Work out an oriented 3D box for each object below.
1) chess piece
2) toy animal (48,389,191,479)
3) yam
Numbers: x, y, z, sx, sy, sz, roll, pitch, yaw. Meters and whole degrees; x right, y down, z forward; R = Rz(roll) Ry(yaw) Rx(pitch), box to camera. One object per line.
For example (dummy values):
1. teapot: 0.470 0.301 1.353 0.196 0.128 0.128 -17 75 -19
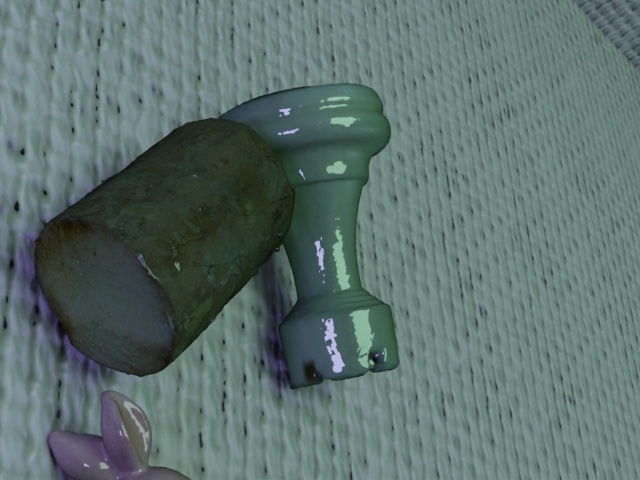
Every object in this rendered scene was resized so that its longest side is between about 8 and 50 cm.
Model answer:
1. chess piece: 0.000 0.000 1.311 0.194 0.194 0.299 1 76 -56
2. toy animal: -0.131 0.227 1.003 0.124 0.124 0.212 10 54 -54
3. yam: -0.138 0.001 1.109 0.161 0.161 0.268 57 33 -11
